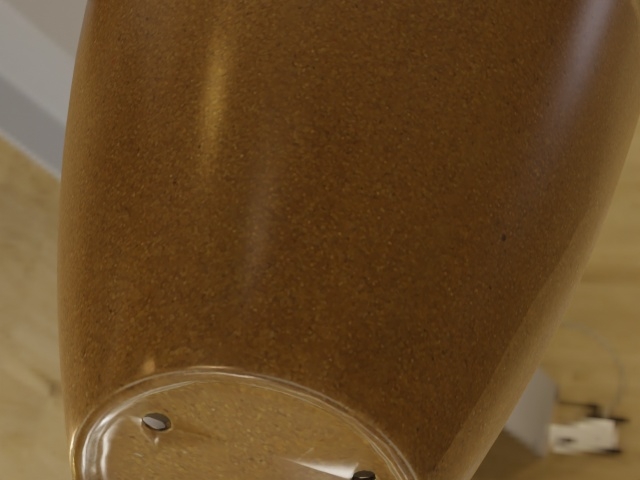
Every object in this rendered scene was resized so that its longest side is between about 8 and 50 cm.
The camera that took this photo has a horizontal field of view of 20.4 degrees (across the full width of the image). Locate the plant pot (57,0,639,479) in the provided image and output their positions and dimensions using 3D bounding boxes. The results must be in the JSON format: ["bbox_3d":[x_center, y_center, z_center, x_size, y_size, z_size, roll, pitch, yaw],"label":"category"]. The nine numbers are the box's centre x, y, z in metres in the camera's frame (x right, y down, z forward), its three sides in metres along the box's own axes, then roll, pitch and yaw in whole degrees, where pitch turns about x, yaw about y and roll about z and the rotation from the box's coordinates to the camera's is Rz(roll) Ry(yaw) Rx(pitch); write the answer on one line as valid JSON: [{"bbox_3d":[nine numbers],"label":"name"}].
[{"bbox_3d":[0.000,0.000,0.661,0.254,0.237,0.237,-77,-27,-47],"label":"plant pot"}]
